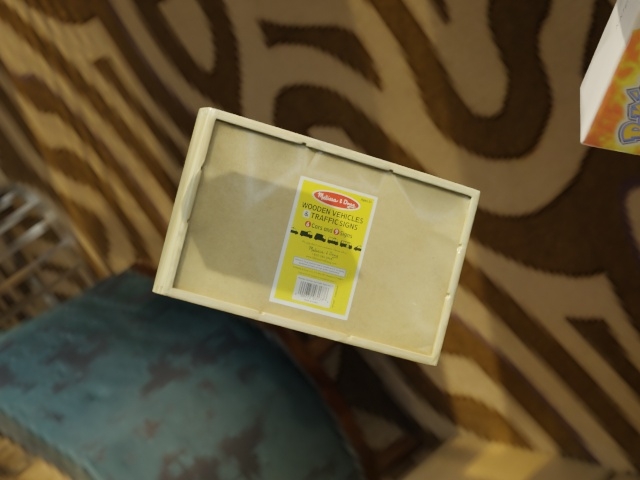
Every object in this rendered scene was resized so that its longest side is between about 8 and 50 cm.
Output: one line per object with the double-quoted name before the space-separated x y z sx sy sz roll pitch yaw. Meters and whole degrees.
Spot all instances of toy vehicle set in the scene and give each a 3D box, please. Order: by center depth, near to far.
"toy vehicle set" 0.000 0.000 1.366 0.267 0.166 0.035 16 176 -19

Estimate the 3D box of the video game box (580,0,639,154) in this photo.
"video game box" 0.236 -0.107 0.708 0.187 0.048 0.205 12 141 -1
